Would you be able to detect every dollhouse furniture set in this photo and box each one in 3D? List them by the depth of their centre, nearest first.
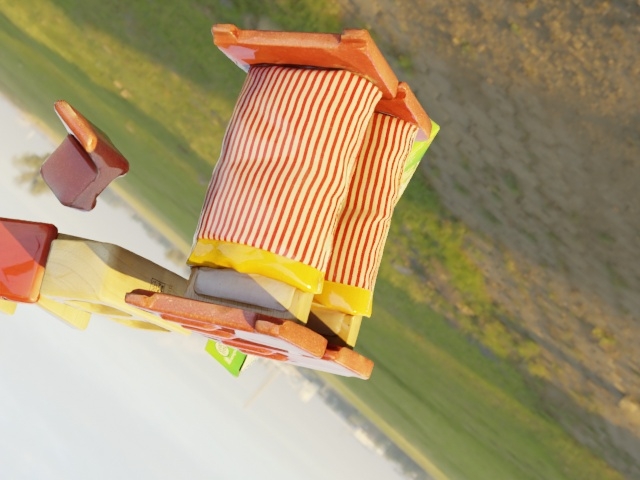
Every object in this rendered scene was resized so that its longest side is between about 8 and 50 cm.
[{"bbox_3d":[-0.126,-0.034,0.708,0.374,0.201,0.152,7,165,28],"label":"dollhouse furniture set"}]

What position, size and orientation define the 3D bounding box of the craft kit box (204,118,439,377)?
[{"bbox_3d":[0.000,0.000,1.020,0.061,0.250,0.247,41,139,9],"label":"craft kit box"}]
